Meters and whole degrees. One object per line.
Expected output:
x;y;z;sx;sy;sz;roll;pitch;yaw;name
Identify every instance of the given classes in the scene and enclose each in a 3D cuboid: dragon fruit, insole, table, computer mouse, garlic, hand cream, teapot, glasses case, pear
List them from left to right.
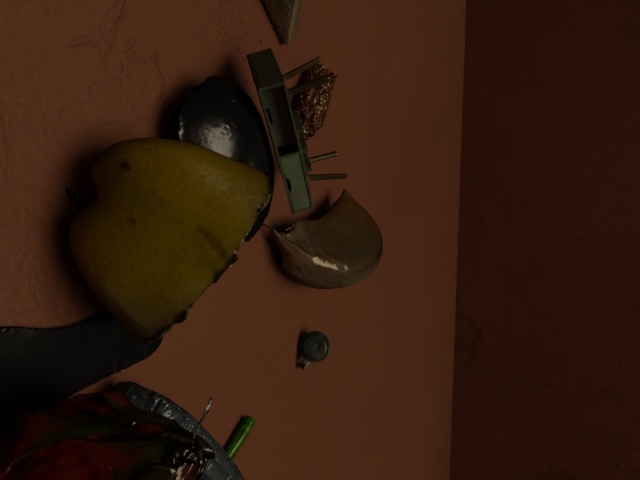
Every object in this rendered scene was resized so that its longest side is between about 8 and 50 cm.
-0.301;0.136;0.598;0.348;0.009;0.119;-17;111;-62;insole
-0.211;0.245;0.523;0.233;0.293;0.234;55;5;-8;dragon fruit
-0.190;-0.033;0.621;0.178;0.267;0.267;46;49;-24;pear
-0.193;0.283;0.729;0.067;0.109;0.282;-59;144;-37;glasses case
-0.152;0.362;0.923;0.036;0.023;0.122;86;27;-43;hand cream
-0.124;-0.121;0.823;0.295;0.087;0.168;56;42;-55;computer mouse
-0.030;-0.182;0.864;0.240;0.111;0.121;77;-3;-45;table
-0.015;0.239;1.149;0.088;0.066;0.057;-59;168;-3;teapot
0.000;0.016;1.090;0.338;0.151;0.196;-24;89;-53;garlic

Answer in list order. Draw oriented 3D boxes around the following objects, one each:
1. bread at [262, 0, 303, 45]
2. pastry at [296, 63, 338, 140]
-0.081;-0.435;0.931;0.152;0.105;0.077;114;-2;-60;bread
-0.010;-0.277;1.056;0.087;0.063;0.169;46;53;-60;pastry
